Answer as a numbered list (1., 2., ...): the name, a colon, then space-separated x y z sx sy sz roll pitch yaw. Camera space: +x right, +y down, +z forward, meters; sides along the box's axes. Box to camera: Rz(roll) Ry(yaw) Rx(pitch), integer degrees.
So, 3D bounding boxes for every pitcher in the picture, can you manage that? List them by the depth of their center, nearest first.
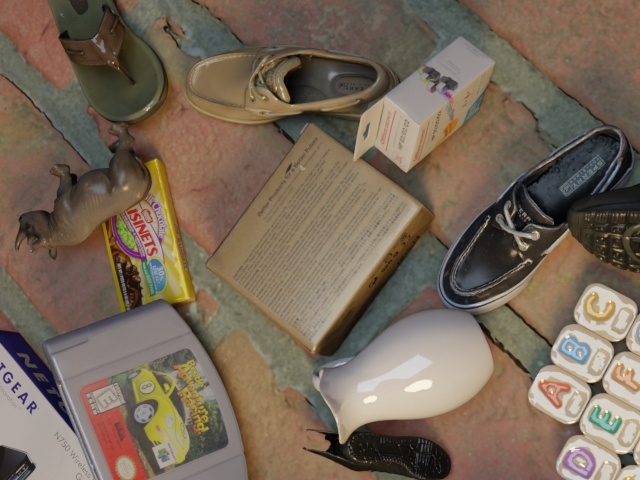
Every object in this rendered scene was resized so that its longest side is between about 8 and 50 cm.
1. pitcher: 0.093 0.155 1.429 0.207 0.178 0.126 -22 107 -6

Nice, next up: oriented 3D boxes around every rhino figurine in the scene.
1. rhino figurine: -0.331 -0.052 1.592 0.243 0.073 0.106 -34 69 16

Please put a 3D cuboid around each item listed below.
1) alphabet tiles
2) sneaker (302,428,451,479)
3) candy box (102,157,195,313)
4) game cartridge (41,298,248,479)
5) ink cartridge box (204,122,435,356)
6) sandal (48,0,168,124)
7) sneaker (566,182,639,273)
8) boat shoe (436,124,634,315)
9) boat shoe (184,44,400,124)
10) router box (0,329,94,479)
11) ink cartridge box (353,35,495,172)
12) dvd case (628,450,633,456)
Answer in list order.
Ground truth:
1. alphabet tiles: 0.399 0.181 1.356 0.278 0.021 0.284 29 91 19
2. sneaker: 0.070 0.264 1.448 0.170 0.089 0.051 15 73 -17
3. candy box: -0.245 -0.001 1.606 0.105 0.027 0.206 -18 77 12
4. game cartridge: -0.213 0.230 1.496 0.196 0.060 0.294 -20 78 -25
5. ink cartridge box: 0.000 0.000 1.497 0.193 0.088 0.235 39 94 20
6. sandal: -0.323 -0.288 1.643 0.120 0.086 0.303 -35 73 9
7. sneaker: 0.429 -0.040 1.357 0.286 0.109 0.130 -1 51 2
8. boat shoe: 0.256 -0.026 1.413 0.301 0.102 0.108 -40 72 8
9. boat shoe: -0.049 -0.212 1.539 0.302 0.098 0.109 6 83 18
10. router box: -0.435 0.341 1.581 0.301 0.082 0.335 -47 72 6
11. ink cartridge box: 0.127 -0.157 1.434 0.061 0.104 0.181 42 65 18
12. dvd case: 0.460 0.155 1.363 0.180 0.022 0.253 21 88 19
